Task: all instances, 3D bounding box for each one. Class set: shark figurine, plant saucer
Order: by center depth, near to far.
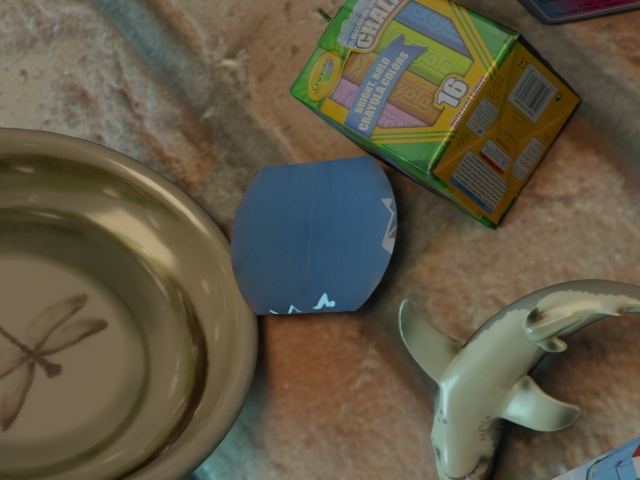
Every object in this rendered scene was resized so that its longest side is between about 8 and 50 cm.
[{"bbox_3d":[0.178,0.068,1.097,0.278,0.116,0.166,-31,92,28],"label":"shark figurine"},{"bbox_3d":[-0.257,0.080,1.263,0.400,0.400,0.101,65,150,31],"label":"plant saucer"}]

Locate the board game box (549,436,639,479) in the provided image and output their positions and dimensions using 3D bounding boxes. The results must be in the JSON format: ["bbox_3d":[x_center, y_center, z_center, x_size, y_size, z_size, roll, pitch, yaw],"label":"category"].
[{"bbox_3d":[0.198,0.224,1.022,0.211,0.039,0.160,-31,34,20],"label":"board game box"}]

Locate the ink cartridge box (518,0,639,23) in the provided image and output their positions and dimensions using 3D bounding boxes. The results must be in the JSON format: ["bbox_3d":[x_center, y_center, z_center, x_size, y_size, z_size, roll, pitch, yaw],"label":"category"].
[{"bbox_3d":[0.143,-0.369,1.094,0.151,0.395,0.270,-9,67,30],"label":"ink cartridge box"}]

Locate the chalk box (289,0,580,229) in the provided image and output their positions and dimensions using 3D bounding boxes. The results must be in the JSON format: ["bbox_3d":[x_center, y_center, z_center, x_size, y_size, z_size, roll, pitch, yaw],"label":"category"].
[{"bbox_3d":[0.075,-0.127,1.211,0.213,0.132,0.132,33,91,38],"label":"chalk box"}]

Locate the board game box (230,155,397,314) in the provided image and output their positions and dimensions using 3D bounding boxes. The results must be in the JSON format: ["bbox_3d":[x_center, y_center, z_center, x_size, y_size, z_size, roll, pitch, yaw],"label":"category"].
[{"bbox_3d":[0.000,0.000,1.273,0.168,0.033,0.133,-5,75,33],"label":"board game box"}]
